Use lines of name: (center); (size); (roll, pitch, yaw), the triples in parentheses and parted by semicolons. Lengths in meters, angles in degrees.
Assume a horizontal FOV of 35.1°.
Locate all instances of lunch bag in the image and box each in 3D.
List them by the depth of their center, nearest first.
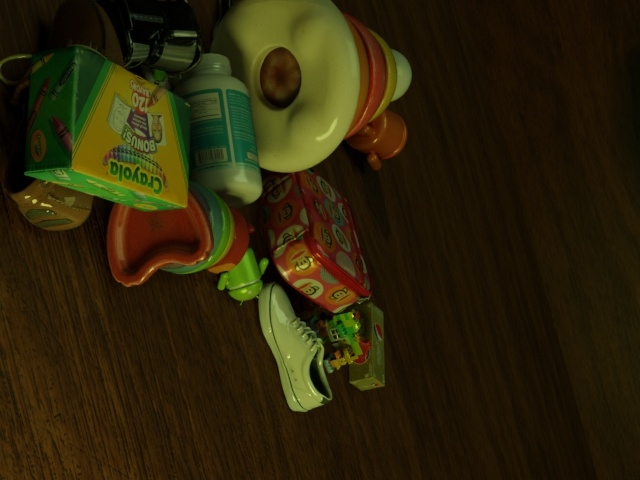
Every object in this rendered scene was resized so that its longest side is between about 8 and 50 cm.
lunch bag: (0.000, 0.000, 2.042); (0.258, 0.120, 0.293); (40, 27, -42)

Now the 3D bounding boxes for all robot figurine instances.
robot figurine: (-0.145, 0.057, 1.839); (0.101, 0.067, 0.115); (-19, 93, -36)
robot figurine: (0.135, -0.270, 2.509); (0.219, 0.128, 0.158); (15, 41, -59)

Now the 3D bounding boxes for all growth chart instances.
growth chart: (-0.278, -0.358, 1.874); (0.237, 0.021, 0.172); (-44, 115, -60)

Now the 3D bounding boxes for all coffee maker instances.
coffee maker: (-0.307, -0.364, 1.714); (0.178, 0.120, 0.171); (-7, 60, -56)

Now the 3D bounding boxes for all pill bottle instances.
pill bottle: (-0.190, -0.195, 1.809); (0.146, 0.146, 0.264); (18, 59, -59)

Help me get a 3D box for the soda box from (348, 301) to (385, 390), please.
soda box: (0.101, 0.232, 2.223); (0.058, 0.061, 0.181); (41, 41, -47)

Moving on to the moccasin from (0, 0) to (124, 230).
moccasin: (-0.383, -0.204, 1.471); (0.147, 0.139, 0.380); (51, 43, -54)

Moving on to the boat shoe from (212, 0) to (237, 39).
boat shoe: (-0.171, -0.468, 2.093); (0.075, 0.065, 0.206); (50, 35, -39)

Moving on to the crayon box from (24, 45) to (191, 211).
crayon box: (-0.287, -0.146, 1.409); (0.278, 0.081, 0.165); (19, 70, -64)

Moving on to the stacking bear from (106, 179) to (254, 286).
stacking bear: (-0.209, -0.013, 1.671); (0.289, 0.175, 0.164); (15, 58, -70)

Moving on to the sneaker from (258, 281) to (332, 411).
sneaker: (-0.041, 0.197, 1.934); (0.094, 0.091, 0.258); (-28, 100, -63)

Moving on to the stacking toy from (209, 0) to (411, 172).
stacking toy: (0.045, -0.326, 2.021); (0.480, 0.350, 0.351); (-12, 86, -52)

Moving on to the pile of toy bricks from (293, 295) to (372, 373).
pile of toy bricks: (0.038, 0.172, 2.085); (0.212, 0.105, 0.118); (66, 27, -14)
